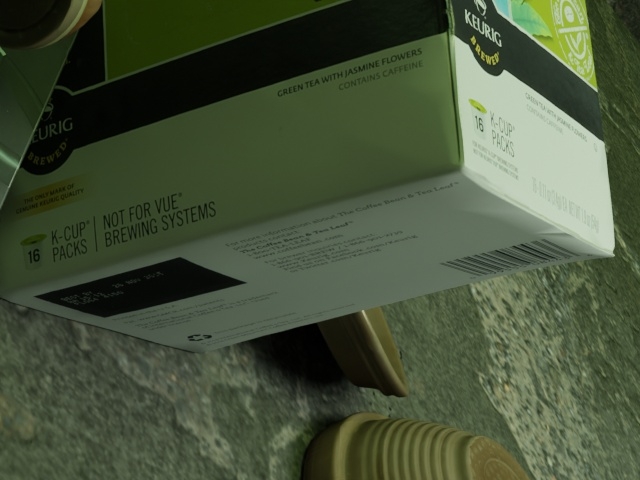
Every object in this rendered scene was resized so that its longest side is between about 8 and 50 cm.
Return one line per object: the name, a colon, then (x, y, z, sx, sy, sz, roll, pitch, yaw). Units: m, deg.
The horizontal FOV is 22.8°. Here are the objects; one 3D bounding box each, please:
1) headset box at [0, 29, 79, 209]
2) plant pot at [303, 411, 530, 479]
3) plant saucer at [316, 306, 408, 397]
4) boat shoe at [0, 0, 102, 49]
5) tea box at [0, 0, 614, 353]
headset box: (-0.270, -0.119, 0.827, 0.283, 0.131, 0.246, 47, 24, -24)
plant pot: (0.101, 0.221, 1.179, 0.237, 0.110, 0.237, 46, 25, -28)
plant saucer: (0.000, 0.000, 1.247, 0.278, 0.041, 0.278, -23, 90, -85)
boat shoe: (-0.185, -0.234, 0.836, 0.307, 0.111, 0.104, 61, 22, 11)
tea box: (-0.020, -0.128, 1.004, 0.220, 0.329, 0.323, 22, 60, -55)
